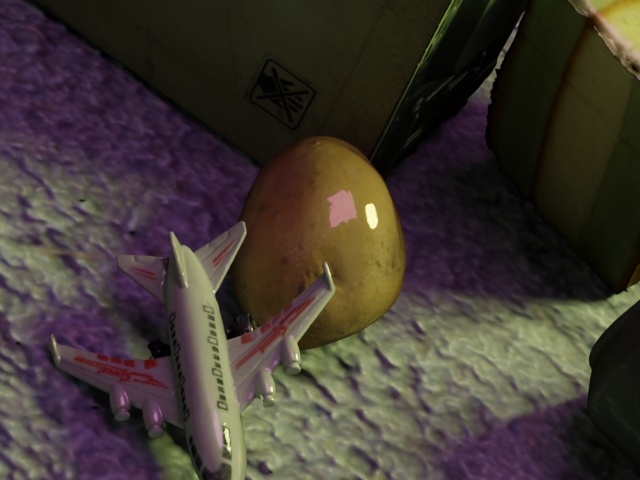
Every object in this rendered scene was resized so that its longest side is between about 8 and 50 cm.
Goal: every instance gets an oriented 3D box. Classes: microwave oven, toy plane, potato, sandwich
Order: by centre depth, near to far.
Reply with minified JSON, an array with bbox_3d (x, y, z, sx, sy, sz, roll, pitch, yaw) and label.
[{"bbox_3d":[-0.064,0.070,1.096,0.162,0.065,0.171,-15,65,4],"label":"toy plane"},{"bbox_3d":[-0.001,-0.002,1.184,0.112,0.112,0.147,20,39,-10],"label":"potato"},{"bbox_3d":[0.018,-0.280,1.251,0.333,0.394,0.247,35,42,7],"label":"microwave oven"},{"bbox_3d":[0.237,-0.113,1.287,0.198,0.227,0.155,-33,70,-19],"label":"sandwich"}]

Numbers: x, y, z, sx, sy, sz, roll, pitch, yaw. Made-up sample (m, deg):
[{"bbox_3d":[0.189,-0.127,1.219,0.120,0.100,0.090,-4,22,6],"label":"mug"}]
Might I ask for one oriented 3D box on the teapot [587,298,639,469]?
[{"bbox_3d":[0.280,0.132,1.177,0.203,0.171,0.225,17,40,-60],"label":"teapot"}]
